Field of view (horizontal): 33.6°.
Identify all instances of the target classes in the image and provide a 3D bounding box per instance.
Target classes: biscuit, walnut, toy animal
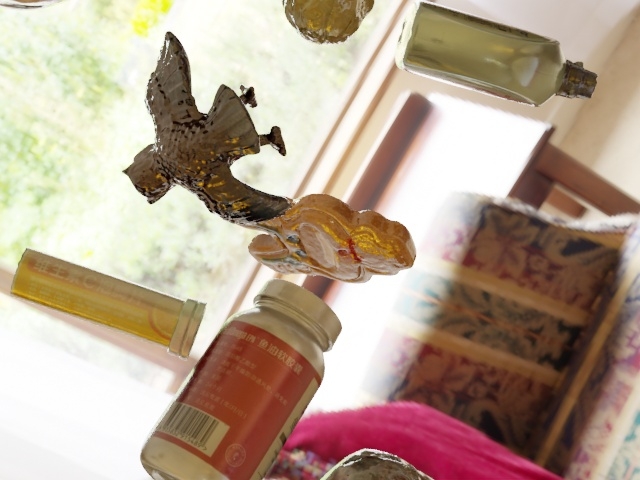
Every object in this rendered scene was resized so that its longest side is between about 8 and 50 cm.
[{"bbox_3d":[0.000,0.000,1.775,0.334,0.202,0.047,6,51,28],"label":"biscuit"},{"bbox_3d":[0.005,-0.208,0.893,0.092,0.092,0.092,-49,24,31],"label":"walnut"},{"bbox_3d":[-0.132,-0.093,1.075,0.179,0.218,0.116,-30,10,18],"label":"toy animal"}]

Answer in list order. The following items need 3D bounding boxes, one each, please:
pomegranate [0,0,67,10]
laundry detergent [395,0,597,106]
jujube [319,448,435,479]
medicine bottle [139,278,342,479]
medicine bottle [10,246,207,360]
[{"bbox_3d":[-0.281,-0.358,1.015,0.307,0.307,0.307,-49,24,31],"label":"pomegranate"},{"bbox_3d":[0.253,-0.260,1.517,0.215,0.281,0.105,-93,17,-78],"label":"laundry detergent"},{"bbox_3d":[0.101,0.455,1.566,0.246,0.308,0.215,-59,10,2],"label":"jujube"},{"bbox_3d":[-0.082,0.171,1.166,0.250,0.131,0.131,-56,17,-25],"label":"medicine bottle"},{"bbox_3d":[-0.246,0.072,1.234,0.074,0.218,0.074,-161,90,-86],"label":"medicine bottle"}]
